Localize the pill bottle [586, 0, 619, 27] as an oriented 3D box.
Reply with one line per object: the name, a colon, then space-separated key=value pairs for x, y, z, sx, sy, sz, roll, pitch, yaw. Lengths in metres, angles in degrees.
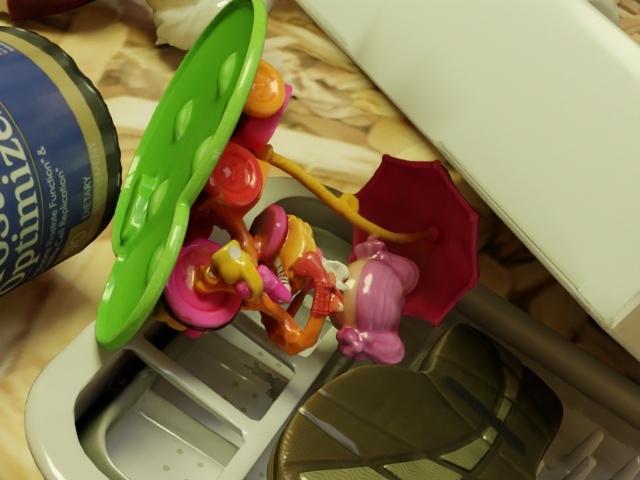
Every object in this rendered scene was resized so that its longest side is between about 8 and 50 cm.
pill bottle: x=0.083 y=-0.218 z=0.915 sx=0.169 sy=0.169 sz=0.301 roll=-7 pitch=48 yaw=-41

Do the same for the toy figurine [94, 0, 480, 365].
toy figurine: x=0.000 y=0.000 z=0.513 sx=0.159 sy=0.130 sz=0.173 roll=27 pitch=55 yaw=-21

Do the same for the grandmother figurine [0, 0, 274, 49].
grandmother figurine: x=-0.182 y=-0.239 z=0.765 sx=0.342 sy=0.208 sz=0.104 roll=33 pitch=-3 yaw=-14

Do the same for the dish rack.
dish rack: x=0.051 y=0.123 z=0.532 sx=0.333 sy=0.072 sz=0.285 roll=32 pitch=33 yaw=6

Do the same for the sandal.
sandal: x=0.040 y=0.088 z=0.464 sx=0.090 sy=0.060 sz=0.219 roll=43 pitch=21 yaw=9

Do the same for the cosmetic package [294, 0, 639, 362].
cosmetic package: x=0.141 y=-0.039 z=0.637 sx=0.284 sy=0.097 sz=0.377 roll=48 pitch=9 yaw=30

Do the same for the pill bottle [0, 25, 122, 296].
pill bottle: x=-0.196 y=-0.012 z=0.487 sx=0.123 sy=0.123 sz=0.219 roll=36 pitch=35 yaw=12
